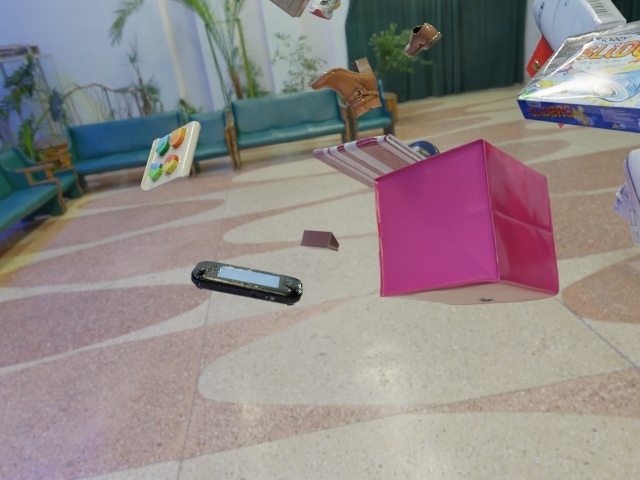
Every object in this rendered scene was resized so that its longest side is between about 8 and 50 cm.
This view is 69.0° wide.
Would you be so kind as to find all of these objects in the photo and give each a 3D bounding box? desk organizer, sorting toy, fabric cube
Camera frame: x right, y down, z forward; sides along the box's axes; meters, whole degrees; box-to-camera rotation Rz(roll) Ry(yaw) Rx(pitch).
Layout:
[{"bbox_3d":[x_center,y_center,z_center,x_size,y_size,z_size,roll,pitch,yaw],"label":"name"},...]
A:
[{"bbox_3d":[0.000,0.000,1.403,0.047,0.050,0.130,19,-9,-41],"label":"desk organizer"},{"bbox_3d":[-0.457,-0.254,1.399,0.208,0.038,0.193,-10,62,35],"label":"sorting toy"},{"bbox_3d":[0.288,-0.011,0.930,0.258,0.260,0.254,12,-18,-43],"label":"fabric cube"}]

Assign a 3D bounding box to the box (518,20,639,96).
[{"bbox_3d":[0.523,-0.323,0.869,0.183,0.056,0.231,-49,26,-10],"label":"box"}]

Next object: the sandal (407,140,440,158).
[{"bbox_3d":[0.319,-0.222,1.517,0.167,0.107,0.446,-43,28,25],"label":"sandal"}]

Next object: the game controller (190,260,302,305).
[{"bbox_3d":[-0.208,0.117,1.352,0.318,0.067,0.166,12,22,-5],"label":"game controller"}]

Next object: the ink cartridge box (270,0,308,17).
[{"bbox_3d":[-0.075,-0.701,1.129,0.193,0.235,0.088,34,24,-7],"label":"ink cartridge box"}]

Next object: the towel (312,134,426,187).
[{"bbox_3d":[0.156,-0.214,1.278,0.236,0.037,0.328,23,-10,-32],"label":"towel"}]

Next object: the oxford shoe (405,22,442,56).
[{"bbox_3d":[0.319,-0.654,1.507,0.076,0.076,0.212,-45,13,-3],"label":"oxford shoe"}]

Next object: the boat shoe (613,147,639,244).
[{"bbox_3d":[0.636,-0.073,0.934,0.084,0.258,0.095,-2,45,48],"label":"boat shoe"}]

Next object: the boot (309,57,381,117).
[{"bbox_3d":[0.080,-0.437,1.381,0.196,0.153,0.073,-22,11,-3],"label":"boot"}]

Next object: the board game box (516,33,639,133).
[{"bbox_3d":[0.349,-0.186,0.538,0.136,0.035,0.201,-39,25,-2],"label":"board game box"}]

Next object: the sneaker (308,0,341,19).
[{"bbox_3d":[0.021,-0.860,1.651,0.087,0.093,0.225,21,50,0],"label":"sneaker"}]

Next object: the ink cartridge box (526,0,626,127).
[{"bbox_3d":[0.719,-0.582,1.416,0.091,0.385,0.309,-7,59,-5],"label":"ink cartridge box"}]
